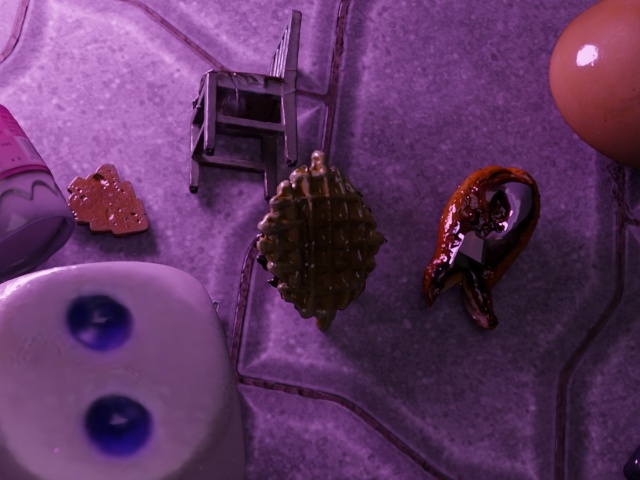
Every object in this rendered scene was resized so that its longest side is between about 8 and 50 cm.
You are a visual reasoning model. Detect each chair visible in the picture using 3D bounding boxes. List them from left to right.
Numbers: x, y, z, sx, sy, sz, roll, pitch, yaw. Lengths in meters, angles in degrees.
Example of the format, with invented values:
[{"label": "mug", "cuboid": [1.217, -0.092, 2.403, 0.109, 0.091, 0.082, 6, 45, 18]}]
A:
[{"label": "chair", "cuboid": [-0.114, -0.207, 2.049, 0.147, 0.136, 0.271, 7, 64, -14]}]

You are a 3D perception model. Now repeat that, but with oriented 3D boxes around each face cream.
[{"label": "face cream", "cuboid": [-0.445, -0.060, 1.857, 0.175, 0.175, 0.195, -28, 73, -26]}]

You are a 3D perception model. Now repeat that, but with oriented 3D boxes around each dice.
[{"label": "dice", "cuboid": [-0.271, 0.213, 1.718, 0.304, 0.277, 0.304, -8, 65, -16]}]

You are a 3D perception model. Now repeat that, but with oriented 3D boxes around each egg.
[{"label": "egg", "cuboid": [0.545, -0.253, 2.172, 0.373, 0.301, 0.301, 15, 61, -5]}]

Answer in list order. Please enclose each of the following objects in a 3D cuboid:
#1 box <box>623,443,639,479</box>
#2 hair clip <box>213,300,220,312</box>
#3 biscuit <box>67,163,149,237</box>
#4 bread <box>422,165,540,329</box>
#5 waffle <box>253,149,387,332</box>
[{"label": "box", "cuboid": [0.563, 0.309, 2.039, 0.160, 0.050, 0.230, 42, 61, 6]}, {"label": "hair clip", "cuboid": [-0.154, 0.133, 1.926, 0.030, 0.039, 0.115, 9, 60, -18]}, {"label": "biscuit", "cuboid": [-0.302, -0.046, 1.981, 0.130, 0.019, 0.119, 33, 60, 2]}, {"label": "bread", "cuboid": [0.240, 0.001, 2.084, 0.139, 0.095, 0.269, 25, 74, -1]}, {"label": "waffle", "cuboid": [0.000, 0.000, 1.983, 0.214, 0.054, 0.208, 49, 66, -27]}]
